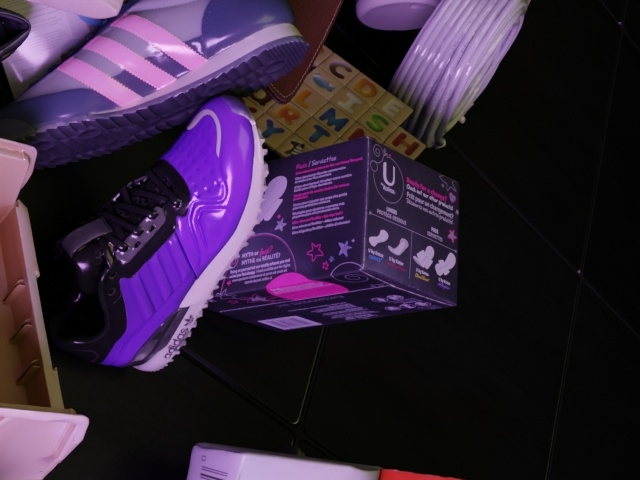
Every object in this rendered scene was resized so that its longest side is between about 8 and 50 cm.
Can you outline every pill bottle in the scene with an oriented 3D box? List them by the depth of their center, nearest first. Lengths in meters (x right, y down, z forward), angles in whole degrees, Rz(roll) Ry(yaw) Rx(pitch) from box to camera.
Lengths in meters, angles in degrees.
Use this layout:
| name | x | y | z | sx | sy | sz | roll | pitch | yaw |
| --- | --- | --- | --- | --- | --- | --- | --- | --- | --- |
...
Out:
| name | x | y | z | sx | sy | sz | roll | pitch | yaw |
| --- | --- | --- | --- | --- | --- | --- | --- | --- | --- |
| pill bottle | 0.098 | -0.383 | 1.705 | 0.118 | 0.118 | 0.208 | 11 | 73 | -49 |

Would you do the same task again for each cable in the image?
| name | x | y | z | sx | sy | sz | roll | pitch | yaw |
| --- | --- | --- | --- | --- | --- | --- | --- | --- | --- |
| cable | 0.169 | -0.231 | 1.653 | 0.089 | 0.257 | 0.257 | 34 | 12 | 7 |

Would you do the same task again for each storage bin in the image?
| name | x | y | z | sx | sy | sz | roll | pitch | yaw |
| --- | --- | --- | --- | --- | --- | --- | --- | --- | --- |
| storage bin | -0.316 | 0.041 | 0.994 | 0.260 | 0.123 | 0.262 | 13 | 45 | -38 |

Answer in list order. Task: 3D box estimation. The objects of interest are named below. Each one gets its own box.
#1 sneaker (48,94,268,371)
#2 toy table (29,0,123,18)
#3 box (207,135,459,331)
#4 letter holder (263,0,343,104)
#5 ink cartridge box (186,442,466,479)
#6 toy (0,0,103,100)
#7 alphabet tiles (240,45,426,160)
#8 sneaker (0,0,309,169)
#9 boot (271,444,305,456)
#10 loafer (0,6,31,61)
| name | x | y | z | sx | sy | sz | roll | pitch | yaw |
| --- | --- | --- | --- | --- | --- | --- | --- | --- | --- |
| sneaker | -0.160 | -0.003 | 1.218 | 0.146 | 0.102 | 0.293 | 9 | 117 | -40 |
| toy table | -0.291 | -0.239 | 1.035 | 0.252 | 0.161 | 0.274 | 17 | 74 | -47 |
| box | 0.000 | 0.000 | 1.388 | 0.163 | 0.247 | 0.142 | 21 | 66 | -46 |
| letter holder | -0.093 | -0.297 | 1.432 | 0.214 | 0.152 | 0.301 | 48 | 48 | -35 |
| ink cartridge box | 0.018 | 0.379 | 1.350 | 0.385 | 0.091 | 0.308 | 15 | 82 | -37 |
| toy | -0.244 | -0.207 | 1.280 | 0.137 | 0.056 | 0.237 | -19 | 101 | -10 |
| alphabet tiles | -0.002 | -0.147 | 1.507 | 0.237 | 0.009 | 0.198 | 37 | 44 | 6 |
| sneaker | -0.179 | -0.165 | 1.230 | 0.112 | 0.319 | 0.131 | 84 | -16 | -77 |
| boot | -0.026 | 0.347 | 1.409 | 0.208 | 0.076 | 0.189 | 49 | 61 | -22 |
| loafer | -0.348 | -0.168 | 1.145 | 0.223 | 0.078 | 0.076 | -22 | 101 | -48 |
